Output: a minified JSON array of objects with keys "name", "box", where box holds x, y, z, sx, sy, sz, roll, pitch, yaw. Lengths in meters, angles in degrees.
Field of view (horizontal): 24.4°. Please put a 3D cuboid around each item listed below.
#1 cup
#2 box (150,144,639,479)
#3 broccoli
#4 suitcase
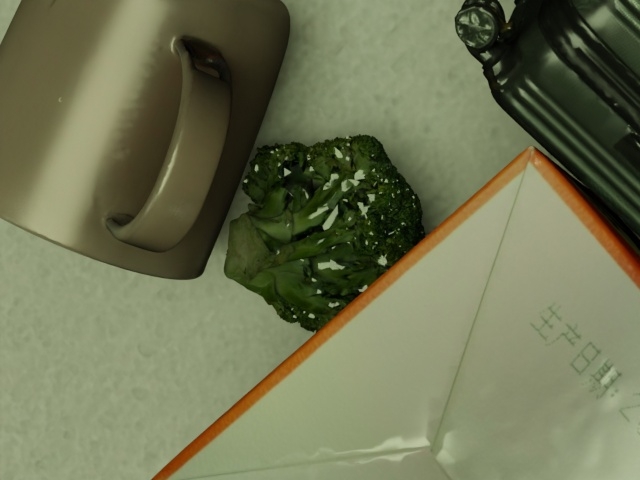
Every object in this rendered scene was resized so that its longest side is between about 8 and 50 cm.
[{"name":"cup","box":[-0.119,-0.093,0.992,0.191,0.253,0.200,20,100,-27]},{"name":"box","box":[0.147,0.186,0.909,0.318,0.257,0.348,-43,72,10]},{"name":"broccoli","box":[0.000,0.000,1.033,0.162,0.138,0.145,-8,89,53]},{"name":"suitcase","box":[0.232,-0.079,0.891,0.312,0.202,0.128,43,119,-7]}]
